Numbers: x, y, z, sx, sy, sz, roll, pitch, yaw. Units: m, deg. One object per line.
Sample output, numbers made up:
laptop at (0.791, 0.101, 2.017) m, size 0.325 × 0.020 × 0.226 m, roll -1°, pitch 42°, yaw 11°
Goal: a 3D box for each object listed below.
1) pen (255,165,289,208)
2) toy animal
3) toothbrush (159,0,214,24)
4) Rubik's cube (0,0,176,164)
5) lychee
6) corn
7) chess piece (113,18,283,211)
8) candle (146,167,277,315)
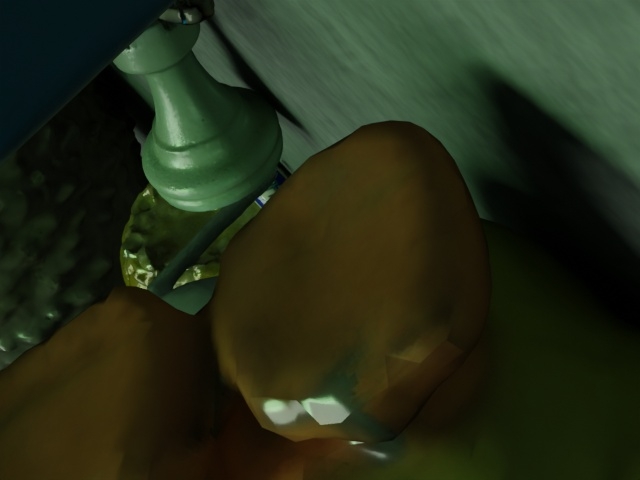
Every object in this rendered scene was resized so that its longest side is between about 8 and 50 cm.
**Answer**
pen at (0.000, 0.000, 1.076) m, size 0.204 × 0.025 × 0.025 m, roll 46°, pitch 174°, yaw -8°
toy animal at (0.048, 0.101, 0.666) m, size 0.338 × 0.216 × 0.191 m, roll 46°, pitch -158°, yaw -35°
toothbrush at (-0.111, -0.141, 0.886) m, size 0.294 × 0.026 × 0.028 m, roll 36°, pitch 150°, yaw 58°
Rubik's cube at (-0.319, -0.146, 0.753) m, size 0.347 × 0.346 × 0.344 m, roll 49°, pitch 174°, yaw -32°
lychee at (-0.307, -0.011, 1.474) m, size 0.380 × 0.380 × 0.432 m, roll 49°, pitch -168°, yaw -26°
corn at (-0.028, 0.065, 1.239) m, size 0.131 × 0.131 × 0.344 m, roll 42°, pitch 171°, yaw 34°
chess piece at (-0.063, -0.069, 0.885) m, size 0.067 × 0.067 × 0.103 m, roll 40°, pitch 163°, yaw 45°
candle at (0.016, 0.139, 0.966) m, size 0.342 × 0.221 × 0.221 m, roll 44°, pitch 174°, yaw 14°
